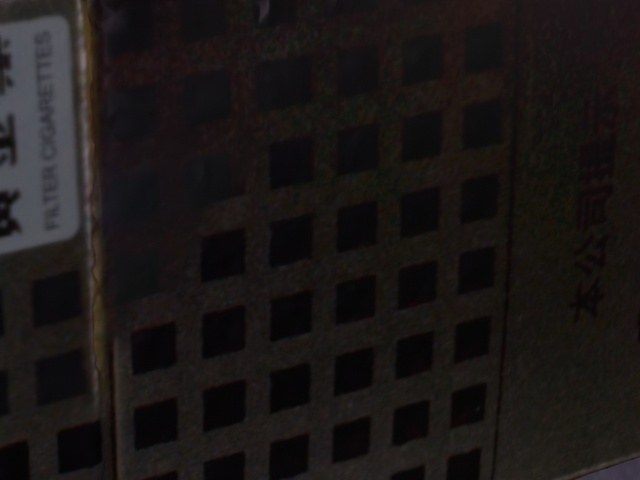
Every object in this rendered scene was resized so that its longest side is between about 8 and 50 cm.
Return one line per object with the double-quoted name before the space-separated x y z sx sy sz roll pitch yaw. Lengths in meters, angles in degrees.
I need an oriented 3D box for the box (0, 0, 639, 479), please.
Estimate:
"box" 0.000 0.001 0.533 0.324 0.047 0.180 -14 118 -31
